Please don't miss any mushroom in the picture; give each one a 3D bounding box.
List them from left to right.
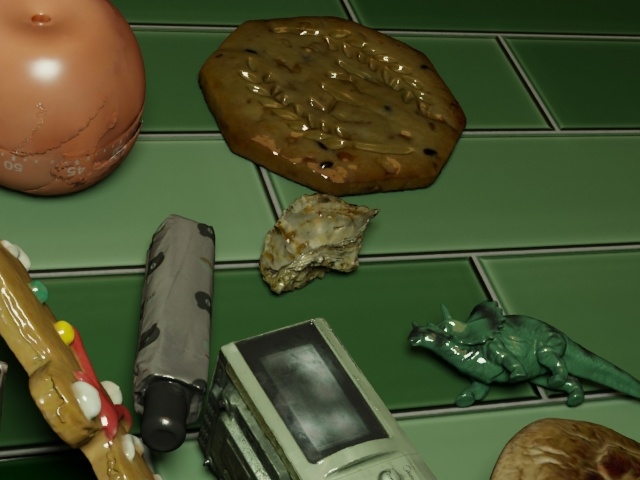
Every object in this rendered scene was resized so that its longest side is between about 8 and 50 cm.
[{"bbox_3d":[0.264,0.286,1.156,0.278,0.146,0.278,22,47,-26],"label":"mushroom"}]

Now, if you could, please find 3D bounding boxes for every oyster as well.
[{"bbox_3d":[-0.006,0.003,1.433,0.105,0.056,0.177,16,40,15],"label":"oyster"}]

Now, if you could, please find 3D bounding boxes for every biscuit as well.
[{"bbox_3d":[-0.216,0.123,1.123,0.047,0.216,0.339,-34,81,-3],"label":"biscuit"},{"bbox_3d":[0.019,-0.185,1.649,0.359,0.046,0.359,10,43,-10],"label":"biscuit"}]

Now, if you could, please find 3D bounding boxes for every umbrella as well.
[{"bbox_3d":[-0.143,0.083,1.254,0.073,0.067,0.337,7,32,-8],"label":"umbrella"}]

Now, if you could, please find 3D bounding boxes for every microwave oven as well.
[{"bbox_3d":[-0.014,0.200,1.141,0.129,0.163,0.205,-13,50,-31],"label":"microwave oven"}]

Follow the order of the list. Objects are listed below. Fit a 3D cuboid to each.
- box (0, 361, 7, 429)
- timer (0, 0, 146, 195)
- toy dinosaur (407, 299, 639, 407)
[{"bbox_3d":[-0.406,0.211,0.979,0.297,0.190,0.225,10,41,-9],"label":"box"},{"bbox_3d":[-0.305,-0.168,1.397,0.230,0.214,0.229,5,47,-6],"label":"timer"},{"bbox_3d":[0.234,0.138,1.359,0.292,0.079,0.120,21,44,-1],"label":"toy dinosaur"}]
